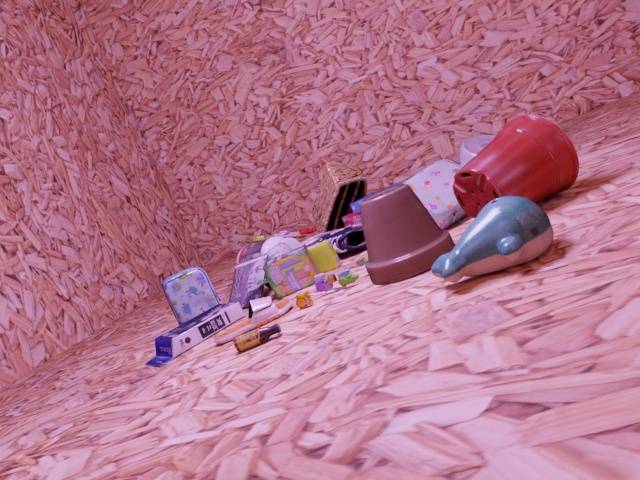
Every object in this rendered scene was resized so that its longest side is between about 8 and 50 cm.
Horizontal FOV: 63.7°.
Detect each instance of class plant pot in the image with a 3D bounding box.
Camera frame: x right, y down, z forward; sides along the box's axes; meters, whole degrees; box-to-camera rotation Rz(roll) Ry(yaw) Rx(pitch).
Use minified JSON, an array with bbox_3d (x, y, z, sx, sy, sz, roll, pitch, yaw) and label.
[{"bbox_3d":[0.554,-0.188,1.518,0.265,0.272,0.272,-35,10,-17],"label":"plant pot"},{"bbox_3d":[0.225,-0.033,1.469,0.263,0.229,0.263,-22,7,3],"label":"plant pot"}]

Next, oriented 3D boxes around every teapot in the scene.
[{"bbox_3d":[0.767,-0.364,2.387,0.256,0.186,0.252,7,39,21],"label":"teapot"}]

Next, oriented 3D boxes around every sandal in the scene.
[{"bbox_3d":[-0.211,0.226,1.570,0.266,0.076,0.102,-26,8,-18],"label":"sandal"}]

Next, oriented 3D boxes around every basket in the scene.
[{"bbox_3d":[0.108,-0.174,2.341,0.214,0.299,0.223,6,32,-19],"label":"basket"}]

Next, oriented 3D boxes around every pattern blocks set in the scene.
[{"bbox_3d":[-0.188,-0.011,2.439,0.286,0.026,0.325,-7,-6,-23],"label":"pattern blocks set"}]

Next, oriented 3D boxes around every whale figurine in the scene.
[{"bbox_3d":[0.368,-0.004,1.138,0.272,0.141,0.216,-25,8,-2],"label":"whale figurine"}]

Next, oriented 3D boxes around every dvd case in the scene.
[{"bbox_3d":[-0.276,0.162,1.959,0.165,0.018,0.221,-20,46,29],"label":"dvd case"}]

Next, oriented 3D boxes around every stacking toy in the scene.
[{"bbox_3d":[0.045,0.126,1.557,0.221,0.052,0.167,-23,8,26],"label":"stacking toy"}]

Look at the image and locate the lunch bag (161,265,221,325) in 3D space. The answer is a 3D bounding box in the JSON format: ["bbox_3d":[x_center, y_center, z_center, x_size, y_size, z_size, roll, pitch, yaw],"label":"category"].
[{"bbox_3d":[-0.480,0.217,1.941,0.176,0.218,0.090,-27,14,-20],"label":"lunch bag"}]

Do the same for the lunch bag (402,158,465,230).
[{"bbox_3d":[0.425,-0.155,1.819,0.279,0.224,0.107,-33,-33,-24],"label":"lunch bag"}]

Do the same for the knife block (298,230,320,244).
[{"bbox_3d":[0.000,0.000,2.509,0.276,0.088,0.242,-23,6,11],"label":"knife block"}]

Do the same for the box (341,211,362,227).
[{"bbox_3d":[0.231,-0.089,2.244,0.123,0.128,0.257,-28,8,-38],"label":"box"}]

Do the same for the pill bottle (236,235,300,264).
[{"bbox_3d":[-0.221,0.078,2.290,0.176,0.176,0.319,-30,10,-40],"label":"pill bottle"}]

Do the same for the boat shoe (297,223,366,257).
[{"bbox_3d":[0.053,0.015,2.046,0.341,0.127,0.158,-23,0,-3],"label":"boat shoe"}]

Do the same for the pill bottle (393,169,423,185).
[{"bbox_3d":[0.482,-0.240,2.417,0.279,0.162,0.162,-27,8,-22],"label":"pill bottle"}]

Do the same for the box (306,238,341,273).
[{"bbox_3d":[-0.023,0.074,1.947,0.178,0.108,0.042,-20,12,28],"label":"box"}]

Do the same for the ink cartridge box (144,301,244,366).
[{"bbox_3d":[-0.433,0.310,1.738,0.333,0.065,0.165,-30,10,-37],"label":"ink cartridge box"}]

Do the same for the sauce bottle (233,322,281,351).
[{"bbox_3d":[-0.167,0.254,1.365,0.128,0.042,0.042,-25,7,3],"label":"sauce bottle"}]

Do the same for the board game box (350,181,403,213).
[{"bbox_3d":[0.246,-0.183,2.183,0.160,0.047,0.210,-18,9,38],"label":"board game box"}]

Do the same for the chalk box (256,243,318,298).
[{"bbox_3d":[-0.125,0.122,1.856,0.213,0.131,0.132,-24,8,2],"label":"chalk box"}]

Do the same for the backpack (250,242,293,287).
[{"bbox_3d":[-0.175,0.100,2.043,0.182,0.152,0.115,-40,38,16],"label":"backpack"}]
